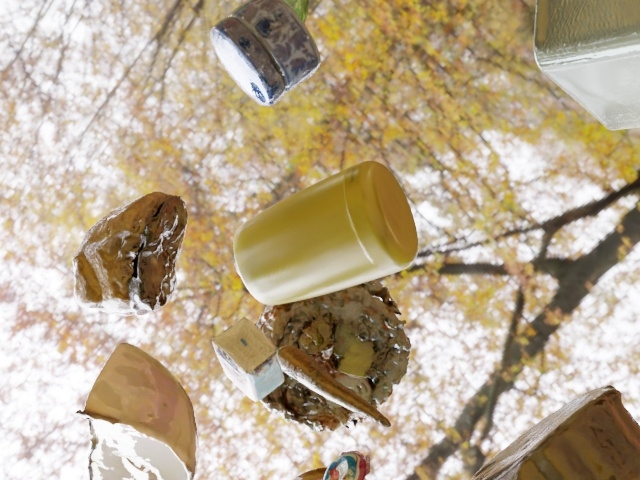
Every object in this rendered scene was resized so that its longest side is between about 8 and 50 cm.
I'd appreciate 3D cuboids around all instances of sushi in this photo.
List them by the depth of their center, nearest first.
[{"bbox_3d":[0.024,0.257,2.069,0.417,0.418,0.176,32,179,-19],"label":"sushi"}]

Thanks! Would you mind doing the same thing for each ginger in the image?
[{"bbox_3d":[-0.395,0.025,1.831,0.222,0.270,0.200,8,-170,17],"label":"ginger"}]

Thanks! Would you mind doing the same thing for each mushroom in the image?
[{"bbox_3d":[-0.234,0.256,1.260,0.162,0.236,0.173,17,-132,2],"label":"mushroom"}]

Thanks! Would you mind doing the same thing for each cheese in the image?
[{"bbox_3d":[0.021,0.370,1.350,0.038,0.145,0.095,40,-152,-25],"label":"cheese"}]

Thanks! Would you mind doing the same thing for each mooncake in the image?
[{"bbox_3d":[0.273,0.271,0.995,0.124,0.228,0.228,52,-150,14],"label":"mooncake"}]

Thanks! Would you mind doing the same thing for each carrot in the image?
[{"bbox_3d":[0.017,0.235,1.419,0.254,0.049,0.049,28,-163,37],"label":"carrot"}]

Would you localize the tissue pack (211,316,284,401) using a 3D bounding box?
[{"bbox_3d":[-0.089,0.151,1.112,0.058,0.094,0.074,-39,-118,-19],"label":"tissue pack"}]

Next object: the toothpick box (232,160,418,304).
[{"bbox_3d":[0.000,0.000,1.379,0.175,0.271,0.175,48,-149,-40],"label":"toothpick box"}]

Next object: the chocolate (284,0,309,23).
[{"bbox_3d":[-0.068,-0.494,1.708,0.110,0.110,0.291,-3,-88,-52],"label":"chocolate"}]

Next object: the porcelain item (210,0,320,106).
[{"bbox_3d":[-0.086,-0.283,1.321,0.147,0.114,0.147,46,168,13],"label":"porcelain item"}]

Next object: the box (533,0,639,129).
[{"bbox_3d":[0.548,-0.301,1.321,0.351,0.343,0.178,20,-107,-49],"label":"box"}]

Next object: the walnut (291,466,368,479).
[{"bbox_3d":[0.044,0.517,1.469,0.208,0.209,0.336,23,-169,-33],"label":"walnut"}]
